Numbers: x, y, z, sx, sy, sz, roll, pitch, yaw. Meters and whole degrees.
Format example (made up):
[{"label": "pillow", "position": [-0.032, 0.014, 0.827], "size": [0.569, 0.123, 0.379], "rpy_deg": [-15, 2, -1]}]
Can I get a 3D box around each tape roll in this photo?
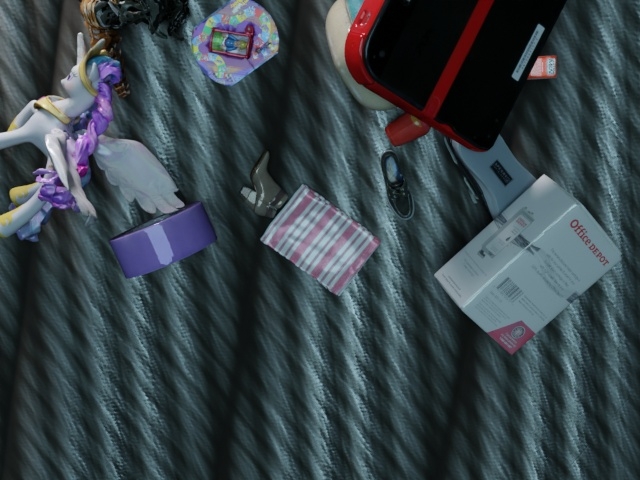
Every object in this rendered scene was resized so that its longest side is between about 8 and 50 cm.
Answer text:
[{"label": "tape roll", "position": [-0.297, -0.002, 1.778], "size": [0.189, 0.189, 0.080], "rpy_deg": [-21, 98, 6]}]

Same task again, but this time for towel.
[{"label": "towel", "position": [0.000, 0.000, 1.845], "size": [0.197, 0.029, 0.144], "rpy_deg": [36, 99, -6]}]

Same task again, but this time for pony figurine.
[{"label": "pony figurine", "position": [-0.466, -0.153, 1.728], "size": [0.364, 0.303, 0.350], "rpy_deg": [-31, 80, 23]}]

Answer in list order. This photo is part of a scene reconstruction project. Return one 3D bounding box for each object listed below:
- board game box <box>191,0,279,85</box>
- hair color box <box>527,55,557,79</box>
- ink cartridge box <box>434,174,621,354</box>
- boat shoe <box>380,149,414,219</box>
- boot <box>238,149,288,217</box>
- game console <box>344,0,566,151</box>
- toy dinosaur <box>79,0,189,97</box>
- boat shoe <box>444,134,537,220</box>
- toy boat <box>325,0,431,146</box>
[{"label": "board game box", "position": [-0.165, -0.379, 1.784], "size": [0.169, 0.033, 0.133], "rpy_deg": [-34, 97, 7]}, {"label": "hair color box", "position": [0.363, -0.320, 1.754], "size": [0.141, 0.072, 0.043], "rpy_deg": [-2, 100, 2]}, {"label": "ink cartridge box", "position": [0.389, 0.049, 1.755], "size": [0.283, 0.117, 0.207], "rpy_deg": [-43, 130, 8]}, {"label": "boat shoe", "position": [0.146, -0.105, 1.817], "size": [0.049, 0.040, 0.142], "rpy_deg": [-18, 99, 5]}, {"label": "boot", "position": [-0.101, -0.105, 1.831], "size": [0.087, 0.042, 0.118], "rpy_deg": [30, 101, -10]}, {"label": "game console", "position": [0.242, -0.382, 1.574], "size": [0.342, 0.060, 0.386], "rpy_deg": [25, 93, -33]}, {"label": "toy dinosaur", "position": [-0.366, -0.441, 1.748], "size": [0.219, 0.164, 0.321], "rpy_deg": [4, 124, 15]}, {"label": "boat shoe", "position": [0.324, -0.116, 1.775], "size": [0.113, 0.105, 0.306], "rpy_deg": [-45, 120, 2]}, {"label": "toy boat", "position": [0.131, -0.310, 1.708], "size": [0.148, 0.267, 0.318], "rpy_deg": [-28, 129, 15]}]
